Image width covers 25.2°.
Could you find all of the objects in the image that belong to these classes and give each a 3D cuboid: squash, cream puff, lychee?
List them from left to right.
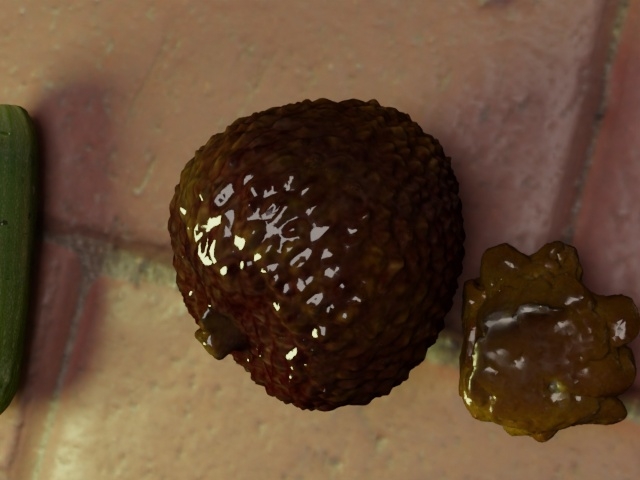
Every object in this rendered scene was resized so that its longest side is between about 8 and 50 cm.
[{"bbox_3d":[-0.234,0.017,1.001,0.066,0.066,0.228,3,86,21],"label":"squash"},{"bbox_3d":[-0.003,0.006,0.855,0.194,0.194,0.194,-2,85,21],"label":"lychee"},{"bbox_3d":[0.131,0.059,0.847,0.122,0.094,0.116,44,106,-5],"label":"cream puff"}]
